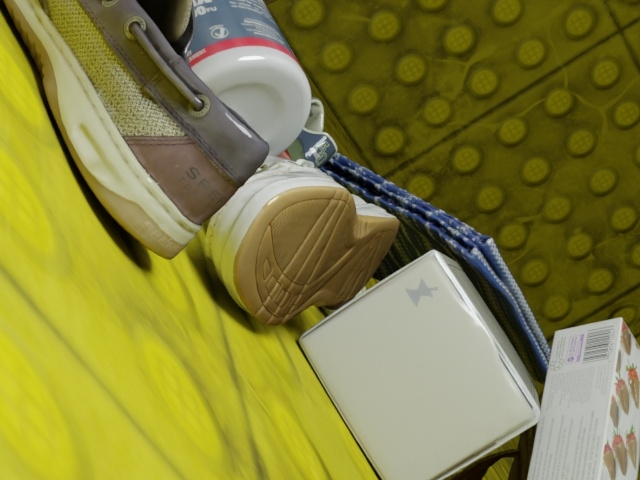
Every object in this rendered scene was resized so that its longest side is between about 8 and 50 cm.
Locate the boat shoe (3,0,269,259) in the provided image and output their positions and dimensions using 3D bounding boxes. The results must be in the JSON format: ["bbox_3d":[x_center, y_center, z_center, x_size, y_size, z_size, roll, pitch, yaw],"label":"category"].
[{"bbox_3d":[-0.109,-0.119,0.812,0.285,0.092,0.103,62,7,33],"label":"boat shoe"}]

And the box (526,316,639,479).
[{"bbox_3d":[0.194,0.196,1.142,0.063,0.067,0.324,54,36,-30],"label":"box"}]

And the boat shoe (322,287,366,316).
[{"bbox_3d":[0.000,0.000,1.322,0.049,0.056,0.152,60,3,-48],"label":"boat shoe"}]

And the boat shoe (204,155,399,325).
[{"bbox_3d":[-0.030,-0.009,0.991,0.096,0.098,0.277,35,5,14],"label":"boat shoe"}]

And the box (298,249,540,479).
[{"bbox_3d":[0.088,0.100,1.202,0.148,0.121,0.311,58,6,7],"label":"box"}]

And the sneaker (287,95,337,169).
[{"bbox_3d":[-0.034,-0.109,1.454,0.064,0.086,0.192,55,6,-32],"label":"sneaker"}]

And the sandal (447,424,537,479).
[{"bbox_3d":[0.152,0.215,1.348,0.240,0.079,0.088,103,-9,-55],"label":"sandal"}]

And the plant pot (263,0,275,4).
[{"bbox_3d":[-0.070,-0.402,1.309,0.353,0.366,0.366,57,5,-15],"label":"plant pot"}]

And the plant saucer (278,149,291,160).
[{"bbox_3d":[-0.115,-0.165,1.267,0.258,0.048,0.259,60,7,22],"label":"plant saucer"}]

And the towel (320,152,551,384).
[{"bbox_3d":[0.085,0.017,1.516,0.336,0.040,0.243,32,-17,44],"label":"towel"}]

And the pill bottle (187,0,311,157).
[{"bbox_3d":[-0.086,-0.140,1.065,0.108,0.108,0.180,52,8,-50],"label":"pill bottle"}]
